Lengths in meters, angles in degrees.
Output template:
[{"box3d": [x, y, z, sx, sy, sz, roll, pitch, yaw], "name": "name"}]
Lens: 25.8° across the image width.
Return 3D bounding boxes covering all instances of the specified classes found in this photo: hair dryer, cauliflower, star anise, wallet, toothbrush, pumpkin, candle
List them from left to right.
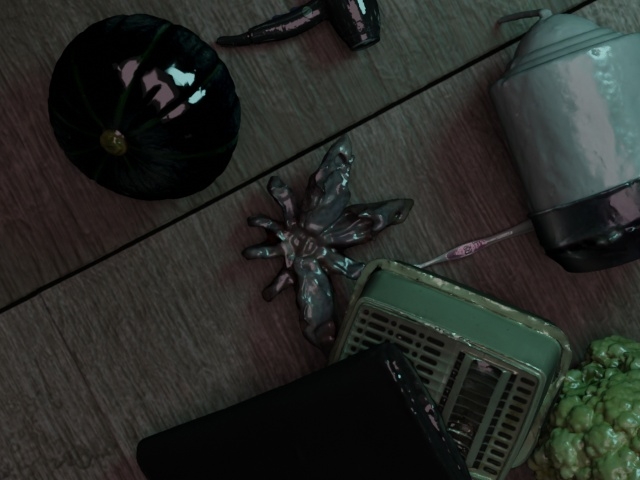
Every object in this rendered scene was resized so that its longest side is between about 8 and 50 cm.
[{"box3d": [-0.207, -0.181, 1.767, 0.248, 0.248, 0.248, 0, 93, -4], "name": "pumpkin"}, {"box3d": [-0.043, -0.315, 1.838, 0.219, 0.075, 0.196, -22, 84, 5], "name": "hair dryer"}, {"box3d": [-0.028, 0.289, 1.762, 0.406, 0.062, 0.228, -24, 102, 28], "name": "wallet"}, {"box3d": [0.002, -0.005, 1.826, 0.198, 0.110, 0.258, 34, 96, -5], "name": "star anise"}, {"box3d": [0.202, 0.010, 1.883, 0.204, 0.022, 0.017, -21, 96, -6], "name": "toothbrush"}, {"box3d": [0.339, -0.146, 1.785, 0.221, 0.221, 0.343, -21, 94, -3], "name": "candle"}, {"box3d": [0.390, 0.289, 1.805, 0.260, 0.327, 0.281, 5, 137, 10], "name": "cauliflower"}]

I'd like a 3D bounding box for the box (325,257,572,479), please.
[{"box3d": [0.157, 0.161, 1.769, 0.290, 0.166, 0.221, 23, 117, 9], "name": "box"}]
